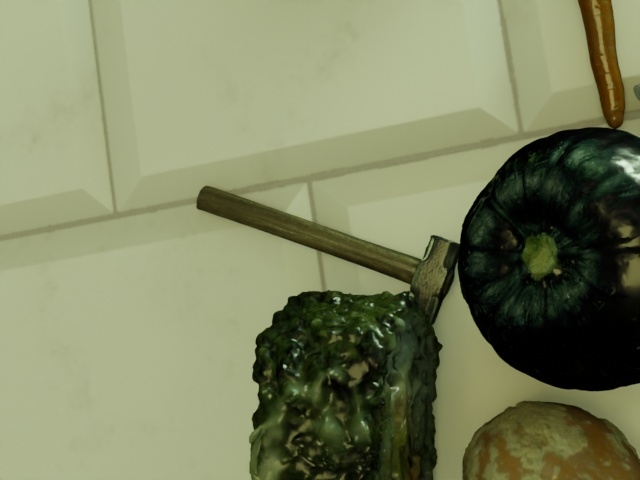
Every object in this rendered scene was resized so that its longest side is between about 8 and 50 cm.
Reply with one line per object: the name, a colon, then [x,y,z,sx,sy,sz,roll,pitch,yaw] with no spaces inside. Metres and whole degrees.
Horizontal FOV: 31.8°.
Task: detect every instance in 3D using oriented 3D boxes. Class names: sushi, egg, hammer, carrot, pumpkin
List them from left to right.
hammer: [0.000,0.000,1.470,0.365,0.043,0.111,20,93,19]
sushi: [0.029,0.232,1.303,0.178,0.294,0.351,2,94,18]
egg: [0.270,0.290,1.272,0.245,0.203,0.203,39,97,39]
pumpkin: [0.309,0.024,1.263,0.315,0.239,0.315,7,99,47]
carrot: [0.344,-0.258,1.385,0.043,0.043,0.247,-10,85,16]

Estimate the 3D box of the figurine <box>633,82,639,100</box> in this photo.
figurine: [0.485,-0.224,1.303,0.271,0.143,0.143,-38,74,-18]
